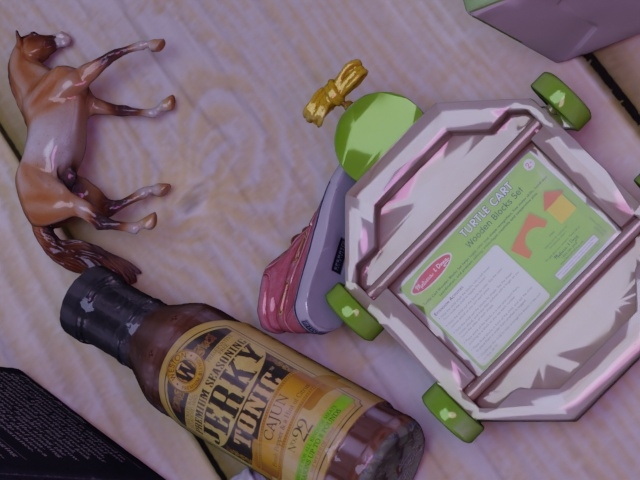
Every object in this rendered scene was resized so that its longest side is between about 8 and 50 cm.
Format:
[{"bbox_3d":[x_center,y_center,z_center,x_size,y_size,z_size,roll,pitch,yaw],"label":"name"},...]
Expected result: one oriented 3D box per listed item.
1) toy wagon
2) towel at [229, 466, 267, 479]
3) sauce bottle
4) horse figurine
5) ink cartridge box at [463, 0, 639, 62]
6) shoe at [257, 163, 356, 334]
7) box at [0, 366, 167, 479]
[{"bbox_3d":[0.128,-0.014,1.509,0.267,0.068,0.344,-46,74,3],"label":"toy wagon"},{"bbox_3d":[-0.073,0.426,1.544,0.320,0.090,0.374,40,99,24],"label":"towel"},{"bbox_3d":[-0.078,0.126,1.581,0.344,0.111,0.111,26,93,25],"label":"sauce bottle"},{"bbox_3d":[-0.223,-0.083,1.702,0.174,0.066,0.263,-3,78,18],"label":"horse figurine"},{"bbox_3d":[0.165,-0.343,1.489,0.119,0.207,0.353,-20,75,25],"label":"ink cartridge box"},{"bbox_3d":[0.000,0.000,1.589,0.081,0.063,0.178,-8,57,51],"label":"shoe"},{"bbox_3d":[-0.358,0.264,1.526,0.212,0.395,0.293,34,95,25],"label":"box"}]
